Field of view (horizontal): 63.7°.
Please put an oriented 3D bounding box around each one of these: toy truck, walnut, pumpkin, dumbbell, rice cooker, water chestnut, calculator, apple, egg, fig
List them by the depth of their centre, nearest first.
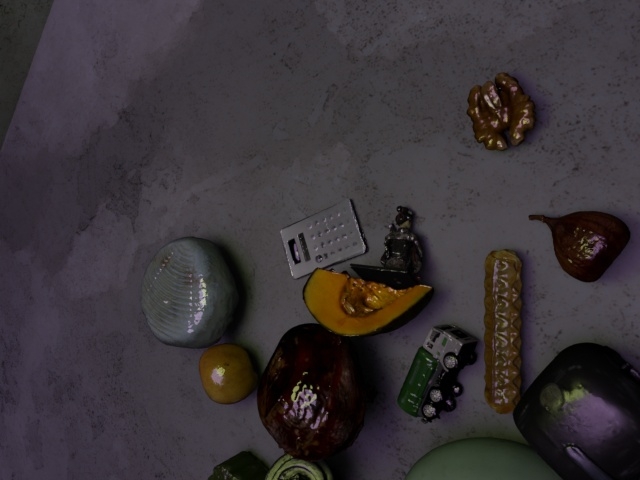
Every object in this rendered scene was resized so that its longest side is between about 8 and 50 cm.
[{"bbox_3d":[0.527,0.336,0.981,0.267,0.267,0.225,46,109,24],"label":"rice cooker"},{"bbox_3d":[0.521,-0.019,1.061,0.146,0.133,0.201,-49,57,12],"label":"fig"},{"bbox_3d":[0.353,0.555,1.066,0.388,0.276,0.277,-8,86,31],"label":"egg"},{"bbox_3d":[0.410,-0.285,1.160,0.142,0.069,0.171,-21,77,31],"label":"walnut"},{"bbox_3d":[0.273,0.318,1.225,0.125,0.101,0.243,33,109,40],"label":"toy truck"},{"bbox_3d":[0.115,0.183,1.260,0.311,0.148,0.169,6,61,25],"label":"pumpkin"},{"bbox_3d":[0.009,0.378,1.292,0.350,0.301,0.351,-52,28,43],"label":"water chestnut"},{"bbox_3d":[-0.039,0.652,1.327,0.191,0.290,0.192,-6,57,10],"label":"dumbbell"},{"bbox_3d":[0.000,0.000,1.441,0.261,0.021,0.161,-24,77,29],"label":"calculator"},{"bbox_3d":[-0.271,0.391,1.526,0.155,0.182,0.183,-21,77,0],"label":"apple"}]

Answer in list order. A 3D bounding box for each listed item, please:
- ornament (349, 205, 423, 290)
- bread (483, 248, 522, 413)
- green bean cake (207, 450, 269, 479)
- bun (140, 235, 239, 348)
[{"bbox_3d":[0.198,0.015,1.290,0.166,0.153,0.196,6,69,31],"label":"ornament"},{"bbox_3d":[0.408,0.203,1.153,0.084,0.077,0.368,0,90,31],"label":"bread"},{"bbox_3d":[-0.223,0.785,1.493,0.249,0.156,0.247,33,105,28],"label":"green bean cake"},{"bbox_3d":[-0.389,0.157,1.578,0.354,0.194,0.355,-6,79,32],"label":"bun"}]
